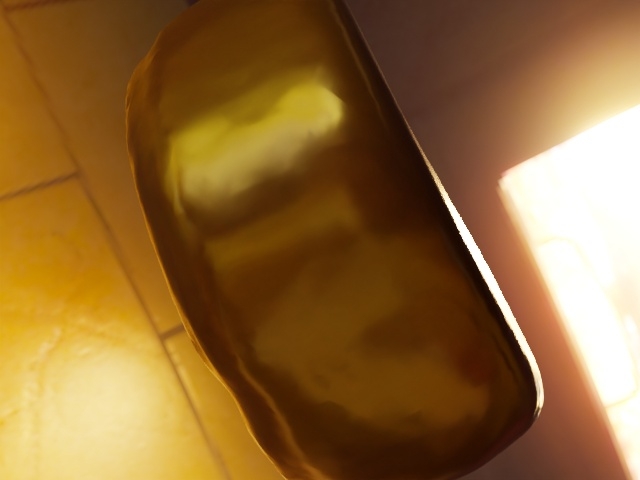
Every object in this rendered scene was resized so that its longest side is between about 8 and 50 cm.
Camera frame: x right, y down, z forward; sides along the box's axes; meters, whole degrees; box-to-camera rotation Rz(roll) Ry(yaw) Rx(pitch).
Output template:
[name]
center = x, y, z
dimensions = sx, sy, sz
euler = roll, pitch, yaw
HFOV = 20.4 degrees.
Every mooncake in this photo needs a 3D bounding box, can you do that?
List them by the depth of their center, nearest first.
[mooncake]
center = 0.000, 0.000, 1.087
dimensions = 0.334, 0.174, 0.326
euler = 62, 7, 9
